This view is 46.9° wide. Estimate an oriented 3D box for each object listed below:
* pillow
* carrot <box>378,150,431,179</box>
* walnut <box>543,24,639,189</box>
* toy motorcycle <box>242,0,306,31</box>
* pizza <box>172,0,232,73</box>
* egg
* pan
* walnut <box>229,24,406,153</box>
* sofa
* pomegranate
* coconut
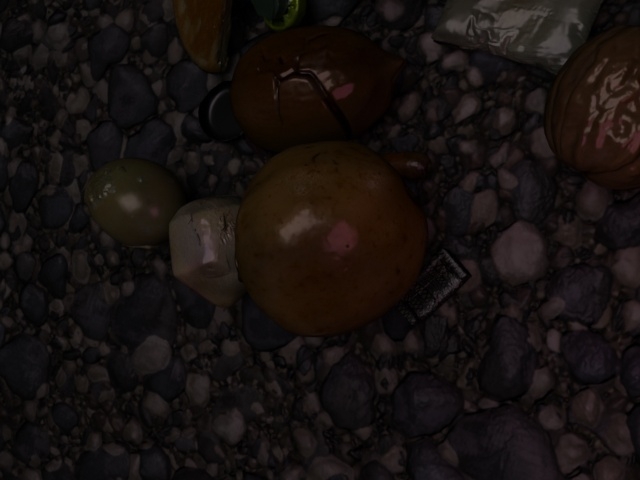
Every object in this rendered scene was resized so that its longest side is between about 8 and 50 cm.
[{"bbox_3d":[0.296,-0.338,1.108,0.229,0.050,0.148,23,100,22],"label":"pillow"},{"bbox_3d":[0.086,-0.121,1.190,0.191,0.047,0.047,4,87,26],"label":"carrot"},{"bbox_3d":[0.402,-0.178,0.971,0.213,0.213,0.213,-2,84,25],"label":"walnut"},{"bbox_3d":[-0.090,-0.532,1.251,0.199,0.191,0.327,22,113,33],"label":"toy motorcycle"},{"bbox_3d":[-0.202,-0.434,1.304,0.181,0.034,0.262,46,135,30],"label":"pizza"},{"bbox_3d":[-0.329,-0.067,1.319,0.201,0.164,0.164,25,96,27],"label":"egg"},{"bbox_3d":[-0.136,-0.199,1.302,0.115,0.040,0.212,-48,61,13],"label":"pan"},{"bbox_3d":[-0.009,-0.245,1.164,0.297,0.203,0.203,-14,80,26],"label":"walnut"},{"bbox_3d":[0.170,0.072,1.135,0.118,0.039,0.060,-45,70,15],"label":"sofa"},{"bbox_3d":[0.019,-0.003,1.085,0.307,0.307,0.307,-2,84,25],"label":"pomegranate"},{"bbox_3d":[-0.169,0.022,1.230,0.170,0.171,0.183,-19,74,23],"label":"coconut"}]
